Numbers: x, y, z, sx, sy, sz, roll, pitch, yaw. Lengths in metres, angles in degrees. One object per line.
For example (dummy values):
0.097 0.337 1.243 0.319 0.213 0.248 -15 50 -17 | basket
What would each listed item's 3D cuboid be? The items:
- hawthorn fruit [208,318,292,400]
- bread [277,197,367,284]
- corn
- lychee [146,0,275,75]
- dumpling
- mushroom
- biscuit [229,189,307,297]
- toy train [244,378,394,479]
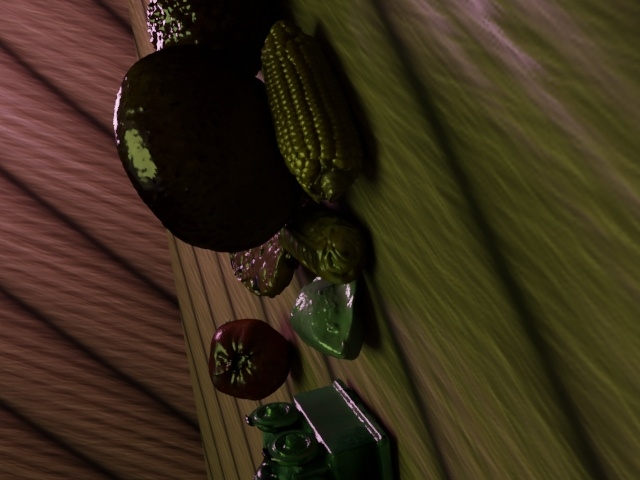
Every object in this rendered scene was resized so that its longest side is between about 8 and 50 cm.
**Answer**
-0.144 0.256 1.948 0.202 0.185 0.185 3 -107 -69 | hawthorn fruit
0.001 -0.001 1.429 0.087 0.098 0.269 40 178 -24 | bread
-0.018 -0.191 1.311 0.119 0.119 0.322 102 154 -53 | corn
-0.189 -0.378 1.555 0.271 0.236 0.236 -91 -5 -73 | lychee
0.011 0.111 1.432 0.217 0.105 0.149 -137 38 -64 | dumpling
-0.210 -0.150 1.420 0.331 0.356 0.334 64 -143 -43 | mushroom
-0.098 -0.032 1.692 0.296 0.075 0.296 -6 83 62 | biscuit
-0.008 0.350 1.479 0.266 0.202 0.145 -139 40 -66 | toy train
